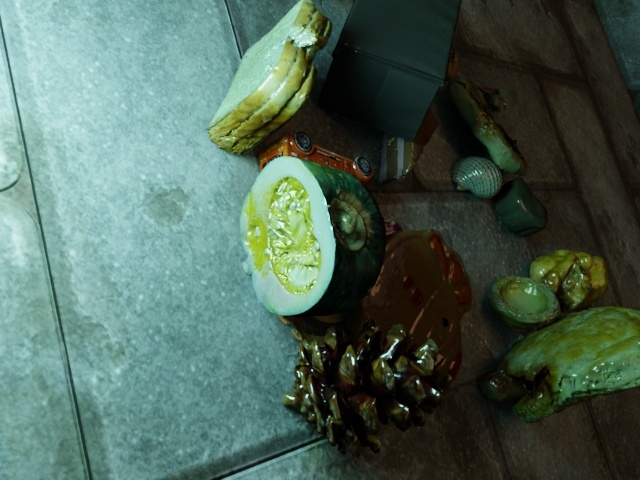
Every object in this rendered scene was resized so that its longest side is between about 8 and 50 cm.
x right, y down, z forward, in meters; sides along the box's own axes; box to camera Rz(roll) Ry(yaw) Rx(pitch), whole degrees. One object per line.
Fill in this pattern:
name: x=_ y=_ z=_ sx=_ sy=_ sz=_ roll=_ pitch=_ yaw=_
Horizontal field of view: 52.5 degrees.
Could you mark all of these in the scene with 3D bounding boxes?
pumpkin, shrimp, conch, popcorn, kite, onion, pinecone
pumpkin: x=0.000 y=0.000 z=1.197 sx=0.197 sy=0.263 sz=0.292 roll=8 pitch=61 yaw=-41
shrimp: x=0.390 y=-0.578 z=2.019 sx=0.132 sy=0.052 sz=0.187 roll=45 pitch=49 yaw=-46
conch: x=0.454 y=-0.187 z=1.854 sx=0.153 sy=0.102 sz=0.135 roll=10 pitch=50 yaw=-41
popcorn: x=0.721 y=0.114 z=1.908 sx=0.254 sy=0.191 sz=0.190 roll=-13 pitch=66 yaw=-38
kite: x=0.010 y=0.082 z=1.356 sx=0.377 sy=0.013 sz=0.327 roll=55 pitch=43 yaw=-8
onion: x=0.154 y=0.005 z=1.472 sx=0.107 sy=0.097 sz=0.107 roll=-17 pitch=110 yaw=-58
pinecone: x=0.084 y=0.257 z=1.165 sx=0.310 sy=0.244 sz=0.243 roll=-15 pitch=80 yaw=-7

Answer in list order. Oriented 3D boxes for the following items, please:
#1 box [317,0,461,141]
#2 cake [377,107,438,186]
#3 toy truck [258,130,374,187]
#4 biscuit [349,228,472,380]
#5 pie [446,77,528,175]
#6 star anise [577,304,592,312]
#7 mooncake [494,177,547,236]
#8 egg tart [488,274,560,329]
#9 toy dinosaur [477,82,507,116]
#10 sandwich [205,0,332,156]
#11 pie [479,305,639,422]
box: x=0.168 y=-0.447 z=1.547 sx=0.251 sy=0.204 sz=0.345 roll=20 pitch=53 yaw=-2
cake: x=0.219 y=-0.248 z=1.636 sx=0.113 sy=0.116 sz=0.295 roll=39 pitch=48 yaw=-24
toy truck: x=-0.004 y=-0.135 z=1.375 sx=0.253 sy=0.108 sz=0.114 roll=18 pitch=61 yaw=-36
biscuit: x=0.215 y=0.157 z=1.422 sx=0.359 sy=0.074 sz=0.381 roll=-48 pitch=115 yaw=-29
pie: x=0.504 y=-0.330 z=1.932 sx=0.371 sy=0.078 sz=0.296 roll=42 pitch=28 yaw=-27
star anise: x=0.832 y=0.181 z=2.072 sx=0.129 sy=0.056 sz=0.124 roll=53 pitch=39 yaw=-34
mooncake: x=0.603 y=-0.099 z=1.951 sx=0.169 sy=0.104 sz=0.175 roll=-9 pitch=76 yaw=-43
egg tart: x=0.543 y=0.171 z=1.735 sx=0.197 sy=0.197 sz=0.078 roll=-45 pitch=146 yaw=-46
toy dinosaur: x=0.535 y=-0.460 z=2.041 sx=0.212 sy=0.057 sz=0.142 roll=41 pitch=11 yaw=-34
sandwich: x=-0.091 y=-0.320 z=1.271 sx=0.095 sy=0.249 sz=0.273 roll=36 pitch=50 yaw=-25
pie: x=0.643 y=0.289 z=1.573 sx=0.395 sy=0.418 sz=0.180 roll=-28 pitch=93 yaw=-46
